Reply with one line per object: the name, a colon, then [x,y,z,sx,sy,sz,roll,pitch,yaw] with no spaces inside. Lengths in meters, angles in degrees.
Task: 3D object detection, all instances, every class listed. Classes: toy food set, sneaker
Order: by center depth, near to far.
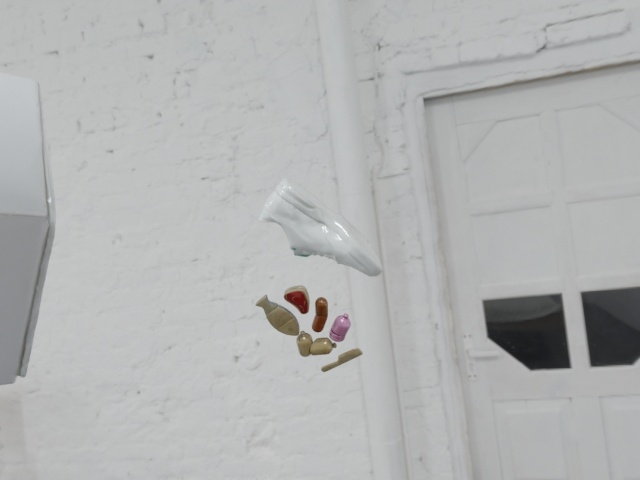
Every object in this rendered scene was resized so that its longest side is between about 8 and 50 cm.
toy food set: [-0.007,0.093,0.536,0.077,0.122,0.019,-30,21,19]
sneaker: [0.000,0.000,0.747,0.094,0.212,0.080,-49,7,15]

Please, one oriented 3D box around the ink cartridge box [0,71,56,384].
ink cartridge box: [-0.429,0.003,0.334,0.394,0.166,0.285,2,-38,-37]
